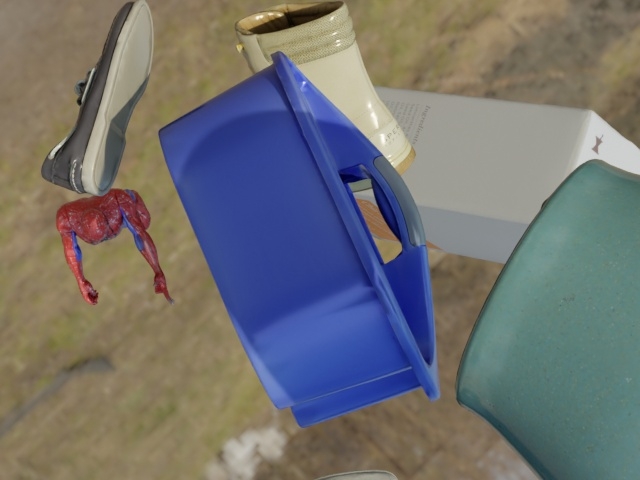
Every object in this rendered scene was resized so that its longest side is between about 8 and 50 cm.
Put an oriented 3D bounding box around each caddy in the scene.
[{"bbox_3d":[0.000,0.000,1.419,0.179,0.341,0.241,-25,163,3],"label":"caddy"}]

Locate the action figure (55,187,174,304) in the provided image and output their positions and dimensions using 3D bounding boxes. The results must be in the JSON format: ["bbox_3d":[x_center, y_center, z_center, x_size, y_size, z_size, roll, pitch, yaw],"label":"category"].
[{"bbox_3d":[-0.212,0.013,1.668,0.091,0.139,0.280,-19,180,-2],"label":"action figure"}]

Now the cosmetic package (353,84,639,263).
[{"bbox_3d":[0.205,-0.079,2.144,0.230,0.453,0.161,31,75,-45],"label":"cosmetic package"}]

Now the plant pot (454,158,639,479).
[{"bbox_3d":[0.235,0.083,0.991,0.271,0.255,0.271,-50,160,-26],"label":"plant pot"}]

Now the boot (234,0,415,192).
[{"bbox_3d":[-0.053,-0.136,1.665,0.262,0.203,0.095,-9,-150,30],"label":"boot"}]

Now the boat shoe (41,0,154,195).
[{"bbox_3d":[-0.210,-0.140,1.515,0.075,0.065,0.206,61,39,-61],"label":"boat shoe"}]

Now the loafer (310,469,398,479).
[{"bbox_3d":[-0.045,0.358,1.794,0.319,0.112,0.111,-26,-147,-3],"label":"loafer"}]
